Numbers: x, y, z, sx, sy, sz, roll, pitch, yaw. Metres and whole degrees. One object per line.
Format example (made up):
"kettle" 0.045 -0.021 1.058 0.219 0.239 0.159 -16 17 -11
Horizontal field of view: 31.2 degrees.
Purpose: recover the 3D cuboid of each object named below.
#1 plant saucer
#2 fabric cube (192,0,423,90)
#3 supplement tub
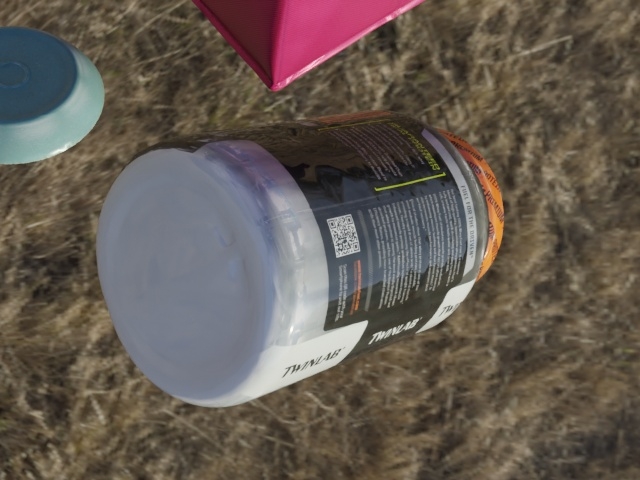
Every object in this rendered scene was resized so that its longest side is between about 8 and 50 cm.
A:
"plant saucer" -0.202 -0.102 0.749 0.119 0.021 0.119 4 54 -6
"fabric cube" 0.000 -0.318 0.819 0.259 0.258 0.254 -35 72 -20
"supplement tub" 0.000 0.000 0.960 0.338 0.207 0.207 -14 95 -49
